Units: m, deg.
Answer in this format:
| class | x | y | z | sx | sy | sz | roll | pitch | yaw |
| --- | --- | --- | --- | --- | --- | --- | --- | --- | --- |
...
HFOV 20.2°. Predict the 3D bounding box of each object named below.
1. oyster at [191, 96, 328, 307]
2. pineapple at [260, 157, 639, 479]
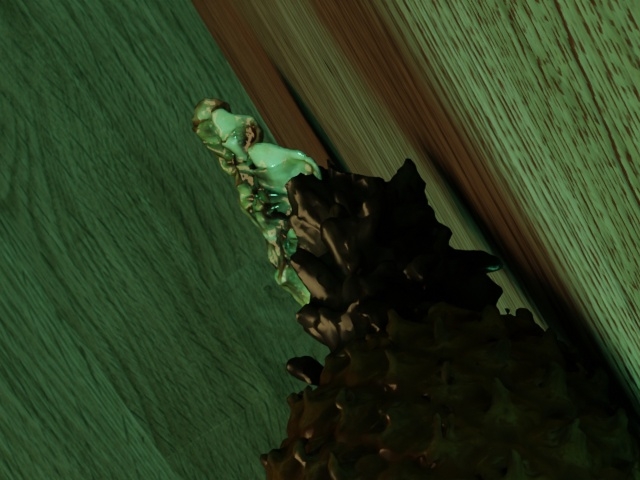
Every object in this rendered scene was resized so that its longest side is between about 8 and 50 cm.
| class | x | y | z | sx | sy | sz | roll | pitch | yaw |
| --- | --- | --- | --- | --- | --- | --- | --- | --- | --- |
| oyster | -0.001 | 0.001 | 1.813 | 0.351 | 0.115 | 0.238 | 58 | 179 | -16 |
| pineapple | 0.046 | 0.099 | 0.846 | 0.202 | 0.202 | 0.362 | 59 | -174 | -40 |
